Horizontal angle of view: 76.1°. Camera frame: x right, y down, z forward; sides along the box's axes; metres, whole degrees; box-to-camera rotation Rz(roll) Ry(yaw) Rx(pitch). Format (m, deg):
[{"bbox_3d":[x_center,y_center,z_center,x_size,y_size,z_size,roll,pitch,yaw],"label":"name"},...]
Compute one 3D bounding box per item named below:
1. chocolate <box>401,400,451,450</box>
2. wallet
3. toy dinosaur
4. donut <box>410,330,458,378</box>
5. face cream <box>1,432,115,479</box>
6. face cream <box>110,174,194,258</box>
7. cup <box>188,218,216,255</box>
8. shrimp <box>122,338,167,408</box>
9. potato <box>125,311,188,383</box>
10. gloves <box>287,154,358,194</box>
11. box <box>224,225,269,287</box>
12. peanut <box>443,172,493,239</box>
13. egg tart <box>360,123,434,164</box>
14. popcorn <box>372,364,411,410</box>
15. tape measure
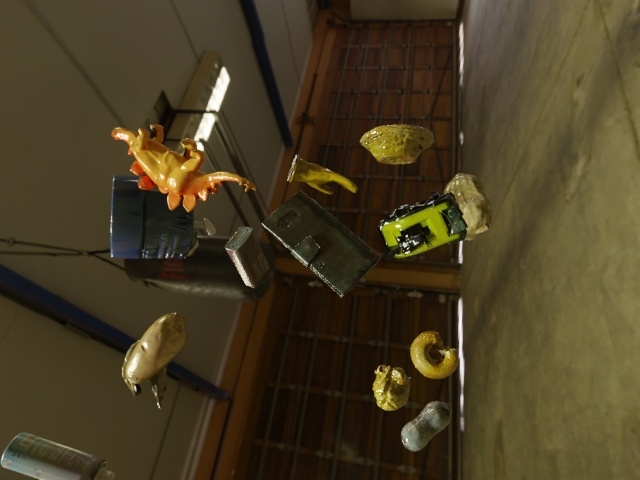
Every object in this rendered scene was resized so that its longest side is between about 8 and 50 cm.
[{"bbox_3d":[0.287,0.497,1.102,0.167,0.072,0.072,-37,-32,-16],"label":"chocolate"},{"bbox_3d":[0.000,0.000,1.140,0.169,0.317,0.044,-42,-19,-20],"label":"wallet"},{"bbox_3d":[-0.237,-0.109,0.681,0.117,0.288,0.070,-67,-11,23],"label":"toy dinosaur"},{"bbox_3d":[0.255,0.257,0.913,0.097,0.108,0.043,-49,-18,-10],"label":"donut"},{"bbox_3d":[-0.577,0.501,0.912,0.075,0.229,0.075,18,-90,-89],"label":"face cream"},{"bbox_3d":[-0.509,-0.068,1.239,0.249,0.225,0.249,-179,90,-65],"label":"face cream"},{"bbox_3d":[-0.544,-0.025,1.546,0.173,0.300,0.167,79,-172,-51],"label":"cup"},{"bbox_3d":[-0.609,0.471,1.423,0.145,0.059,0.254,1,-95,-37],"label":"shrimp"},{"bbox_3d":[-0.498,0.334,1.263,0.234,0.128,0.161,-56,7,-31],"label":"potato"},{"bbox_3d":[0.021,-0.254,1.696,0.133,0.294,0.116,-119,47,-73],"label":"gloves"},{"bbox_3d":[-0.268,0.064,1.527,0.120,0.069,0.224,-57,-31,-35],"label":"box"},{"bbox_3d":[0.467,-0.097,1.302,0.291,0.143,0.159,-79,-20,-54],"label":"peanut"},{"bbox_3d":[0.308,-0.377,1.641,0.294,0.294,0.123,1,-92,-79],"label":"egg tart"},{"bbox_3d":[0.139,0.264,0.746,0.084,0.084,0.084,4,-90,-79],"label":"popcorn"},{"bbox_3d":[0.218,-0.034,0.899,0.112,0.186,0.199,64,-162,-3],"label":"tape measure"}]
